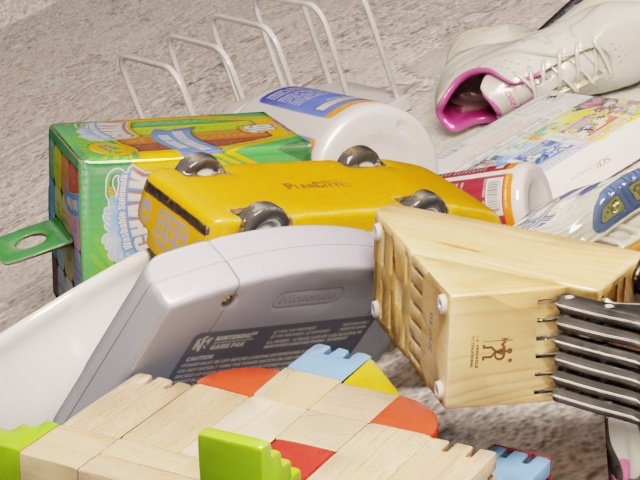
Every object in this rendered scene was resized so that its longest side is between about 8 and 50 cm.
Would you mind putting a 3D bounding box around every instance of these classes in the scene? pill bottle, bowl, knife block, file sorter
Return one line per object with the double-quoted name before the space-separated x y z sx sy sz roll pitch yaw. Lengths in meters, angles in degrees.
"pill bottle" 0.140 -0.025 1.870 0.152 0.086 0.086 -7 23 29
"bowl" -0.226 0.140 1.629 0.298 0.134 0.298 -34 -2 -1
"knife block" 0.183 0.049 1.420 0.242 0.088 0.276 -3 19 -15
"file sorter" -0.072 -0.191 2.361 0.277 0.173 0.193 -27 22 -21
"pill bottle" -0.008 -0.083 2.057 0.152 0.152 0.272 -28 22 -22

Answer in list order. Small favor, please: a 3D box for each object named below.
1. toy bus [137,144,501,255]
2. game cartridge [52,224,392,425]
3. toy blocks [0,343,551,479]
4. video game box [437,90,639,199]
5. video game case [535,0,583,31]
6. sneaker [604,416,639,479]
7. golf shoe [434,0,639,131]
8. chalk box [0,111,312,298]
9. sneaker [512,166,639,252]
"toy bus" 0.000 0.000 1.673 0.332 0.130 0.108 -5 30 -41
"game cartridge" -0.052 0.074 1.532 0.297 0.198 0.062 -3 42 -47
"toy blocks" -0.014 0.167 1.362 0.381 0.191 0.261 10 24 27
"video game box" 0.226 -0.089 2.013 0.205 0.048 0.187 -30 21 -26
"video game case" 0.379 -0.254 2.317 0.275 0.035 0.248 -4 26 36
"sneaker" 0.248 0.122 1.450 0.077 0.072 0.178 -3 31 8
"golf shoe" 0.260 -0.186 2.170 0.306 0.115 0.140 -13 29 37
"chalk box" -0.168 -0.018 1.875 0.289 0.179 0.180 -4 16 -18
"sneaker" 0.190 0.029 1.703 0.296 0.112 0.131 -23 3 -13
